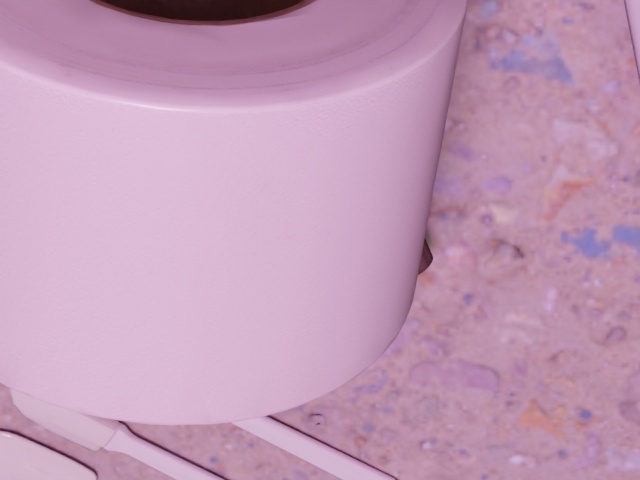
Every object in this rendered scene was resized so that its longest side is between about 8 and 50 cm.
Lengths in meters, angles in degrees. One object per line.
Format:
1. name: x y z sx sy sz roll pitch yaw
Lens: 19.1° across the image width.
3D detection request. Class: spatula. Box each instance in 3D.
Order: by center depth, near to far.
1. spatula: -0.083 0.138 1.143 0.242 0.019 0.168 29 124 -15

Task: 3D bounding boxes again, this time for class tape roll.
1. tape roll: -0.066 -0.060 0.852 0.246 0.246 0.169 8 128 0

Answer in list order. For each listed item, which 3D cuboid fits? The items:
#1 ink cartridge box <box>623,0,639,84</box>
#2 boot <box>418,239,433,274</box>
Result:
1. ink cartridge box: 0.297 -0.099 0.803 0.309 0.130 0.272 2 129 27
2. boot: 0.000 0.000 1.021 0.118 0.042 0.087 -33 111 25
